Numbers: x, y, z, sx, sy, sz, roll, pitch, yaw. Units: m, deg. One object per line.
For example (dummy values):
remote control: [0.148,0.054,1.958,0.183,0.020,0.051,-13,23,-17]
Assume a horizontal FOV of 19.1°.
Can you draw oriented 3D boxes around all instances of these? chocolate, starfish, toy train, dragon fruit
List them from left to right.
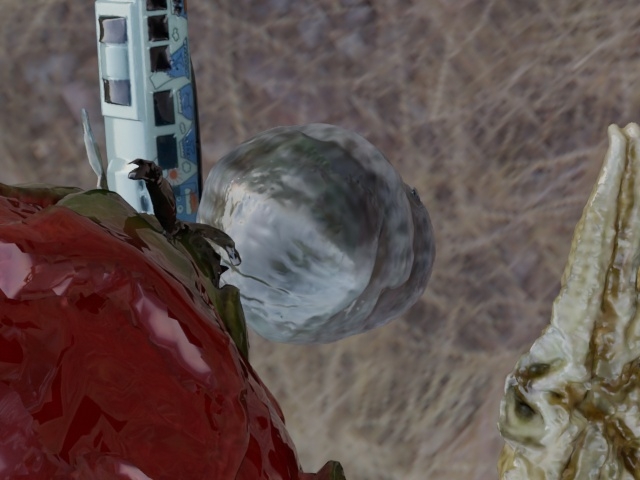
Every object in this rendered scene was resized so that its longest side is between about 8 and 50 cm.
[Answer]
dragon fruit: [-0.099,0.072,0.456,0.234,0.293,0.233,4,131,5]
toy train: [-0.087,-0.064,0.978,0.043,0.047,0.207,12,109,51]
chocolate: [0.000,0.000,0.954,0.110,0.248,0.110,-1,84,6]
starfish: [0.190,0.141,1.110,0.082,0.324,0.432,14,93,49]
